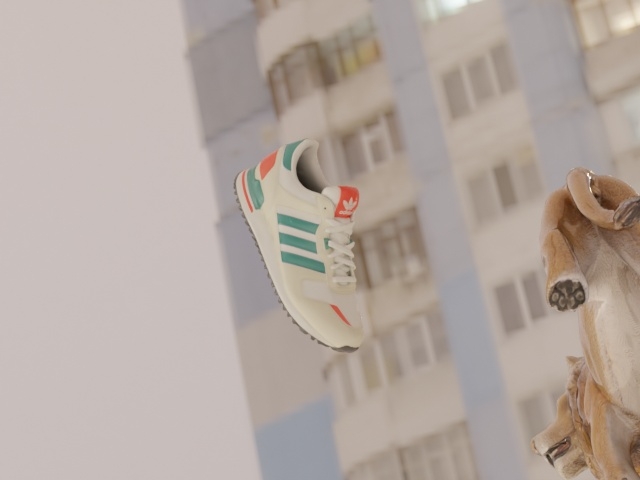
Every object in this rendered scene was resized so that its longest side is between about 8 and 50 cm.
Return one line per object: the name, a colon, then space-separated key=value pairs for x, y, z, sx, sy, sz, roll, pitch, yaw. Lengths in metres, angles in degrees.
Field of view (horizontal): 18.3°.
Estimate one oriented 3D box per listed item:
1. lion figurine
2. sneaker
lion figurine: x=0.228 y=0.065 z=1.496 sx=0.142 sy=0.240 sz=0.392 roll=-6 pitch=-53 yaw=2
sneaker: x=0.000 y=0.000 z=1.414 sx=0.075 sy=0.161 sz=0.057 roll=-37 pitch=-24 yaw=25
